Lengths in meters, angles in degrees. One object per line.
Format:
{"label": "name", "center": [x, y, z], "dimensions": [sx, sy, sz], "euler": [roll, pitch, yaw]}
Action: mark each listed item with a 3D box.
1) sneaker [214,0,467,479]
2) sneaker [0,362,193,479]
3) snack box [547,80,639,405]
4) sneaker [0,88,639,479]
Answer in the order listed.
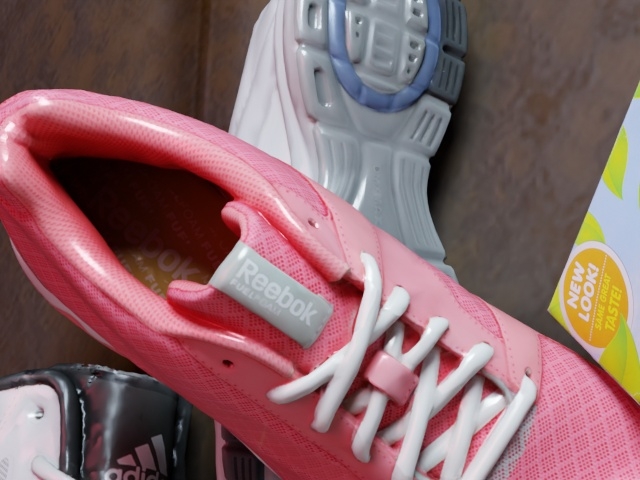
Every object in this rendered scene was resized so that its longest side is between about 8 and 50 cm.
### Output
{"label": "sneaker", "center": [0.000, 0.000, 0.618], "dimensions": [0.129, 0.111, 0.297], "euler": [-19, 59, 64]}
{"label": "sneaker", "center": [-0.111, 0.196, 0.592], "dimensions": [0.447, 0.169, 0.258], "euler": [16, 89, 52]}
{"label": "snack box", "center": [0.176, 0.011, 0.383], "dimensions": [0.207, 0.070, 0.175], "euler": [52, 136, 46]}
{"label": "sneaker", "center": [0.000, 0.045, 0.460], "dimensions": [0.313, 0.136, 0.116], "euler": [31, 83, 10]}
